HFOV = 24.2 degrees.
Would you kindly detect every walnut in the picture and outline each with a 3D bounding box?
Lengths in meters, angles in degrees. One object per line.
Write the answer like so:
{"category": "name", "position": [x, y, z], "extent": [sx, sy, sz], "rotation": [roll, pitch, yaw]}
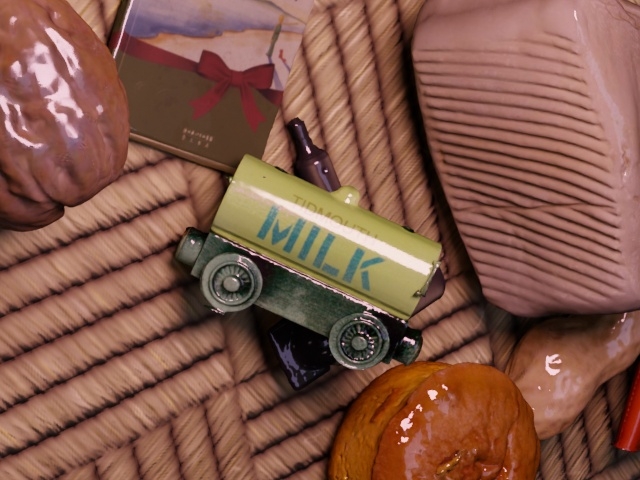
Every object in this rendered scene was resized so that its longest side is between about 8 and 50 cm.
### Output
{"category": "walnut", "position": [-0.256, -0.124, 1.230], "extent": [0.178, 0.178, 0.230], "rotation": [-39, 110, -24]}

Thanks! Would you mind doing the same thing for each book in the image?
{"category": "book", "position": [-0.097, -0.218, 1.411], "extent": [0.201, 0.026, 0.289], "rotation": [17, 89, -38]}

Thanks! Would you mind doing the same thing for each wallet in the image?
{"category": "wallet", "position": [0.410, 0.155, 1.814], "extent": [0.142, 0.045, 0.204], "rotation": [5, 102, -70]}

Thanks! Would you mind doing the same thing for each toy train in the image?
{"category": "toy train", "position": [-0.003, 0.020, 1.423], "extent": [0.253, 0.105, 0.157], "rotation": [25, 97, -1]}

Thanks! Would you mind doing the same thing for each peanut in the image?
{"category": "peanut", "position": [0.301, 0.128, 1.727], "extent": [0.263, 0.101, 0.117], "rotation": [-38, 133, -21]}

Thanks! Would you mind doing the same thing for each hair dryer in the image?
{"category": "hair dryer", "position": [0.000, 0.000, 1.513], "extent": [0.195, 0.078, 0.248], "rotation": [-32, 107, -27]}

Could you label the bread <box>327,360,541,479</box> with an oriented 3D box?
{"category": "bread", "position": [0.129, 0.246, 1.603], "extent": [0.268, 0.146, 0.268], "rotation": [-11, 108, -38]}

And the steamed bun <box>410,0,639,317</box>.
{"category": "steamed bun", "position": [0.255, -0.119, 1.566], "extent": [0.236, 0.247, 0.383], "rotation": [-46, 125, -44]}
